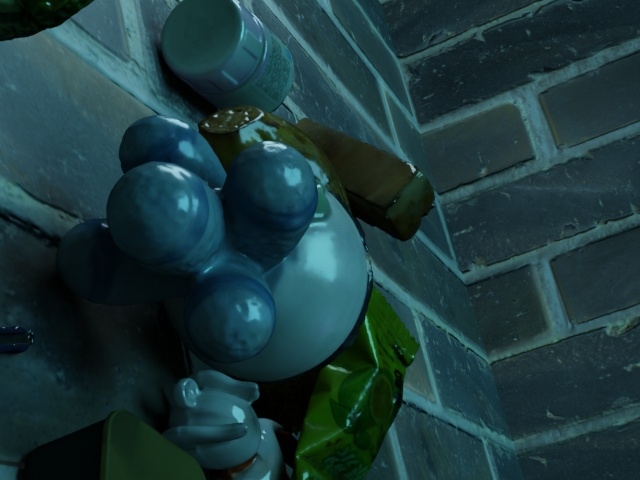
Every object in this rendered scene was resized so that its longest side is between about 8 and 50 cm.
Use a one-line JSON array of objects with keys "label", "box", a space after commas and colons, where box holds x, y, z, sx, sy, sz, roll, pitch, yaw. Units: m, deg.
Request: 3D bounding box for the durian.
[{"label": "durian", "box": [-0.025, 0.147, 1.166, 0.137, 0.168, 0.158, -118, -168, -47]}]

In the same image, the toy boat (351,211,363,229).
[{"label": "toy boat", "box": [0.000, 0.000, 1.481, 0.188, 0.116, 0.061, 50, 29, -42]}]

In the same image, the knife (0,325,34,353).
[{"label": "knife", "box": [-0.254, 0.073, 0.746, 0.121, 0.018, 0.031, 17, 56, -72]}]

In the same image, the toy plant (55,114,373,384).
[{"label": "toy plant", "box": [-0.099, 0.007, 0.918, 0.332, 0.247, 0.247, 35, 38, -67]}]

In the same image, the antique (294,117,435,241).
[{"label": "antique", "box": [0.049, -0.093, 1.504, 0.310, 0.087, 0.093, 30, -19, 50]}]

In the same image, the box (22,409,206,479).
[{"label": "box", "box": [-0.153, 0.244, 0.734, 0.144, 0.090, 0.201, 51, 25, -48]}]

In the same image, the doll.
[{"label": "doll", "box": [-0.051, 0.276, 1.032, 0.188, 0.099, 0.384, -76, 147, -50]}]

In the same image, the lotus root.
[{"label": "lotus root", "box": [-0.055, -0.033, 1.236, 0.193, 0.193, 0.291, -73, 140, -64]}]

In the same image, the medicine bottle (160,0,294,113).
[{"label": "medicine bottle", "box": [-0.124, -0.248, 1.349, 0.168, 0.135, 0.135, 28, 44, -65]}]

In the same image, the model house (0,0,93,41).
[{"label": "model house", "box": [-0.274, -0.282, 0.777, 0.189, 0.195, 0.214, 8, 85, -66]}]

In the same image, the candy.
[{"label": "candy", "box": [0.035, 0.181, 1.080, 0.246, 0.069, 0.149, -63, 142, -22]}]
